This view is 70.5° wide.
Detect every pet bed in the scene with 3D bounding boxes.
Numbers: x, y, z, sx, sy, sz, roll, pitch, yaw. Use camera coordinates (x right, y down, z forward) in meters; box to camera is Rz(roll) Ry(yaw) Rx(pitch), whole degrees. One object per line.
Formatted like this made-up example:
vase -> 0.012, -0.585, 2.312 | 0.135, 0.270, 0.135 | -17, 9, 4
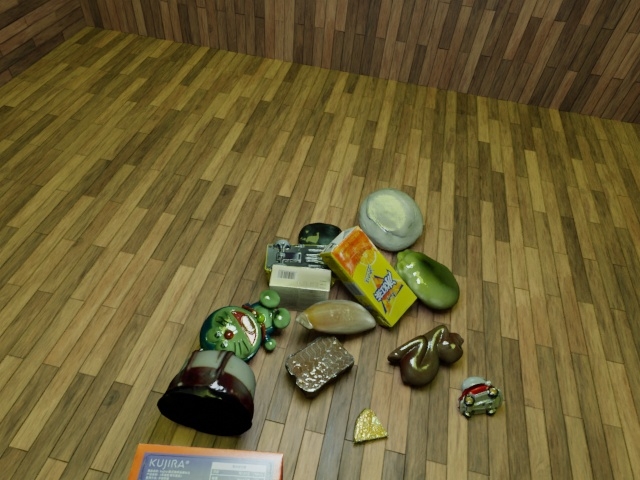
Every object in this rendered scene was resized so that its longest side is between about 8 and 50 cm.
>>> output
pet bed -> 0.000, 0.000, 1.886 | 0.202, 0.053, 0.201 | 4, 47, -4

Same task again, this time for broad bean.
broad bean -> 0.403, 0.147, 1.706 | 0.291, 0.119, 0.238 | 31, 33, -15

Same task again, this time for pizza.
pizza -> 0.156, 0.584, 1.393 | 0.109, 0.026, 0.123 | 23, 47, 11

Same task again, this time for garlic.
garlic -> 0.057, 0.264, 1.569 | 0.319, 0.112, 0.143 | 0, 29, -33

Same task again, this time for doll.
doll -> -0.262, 0.304, 1.501 | 0.322, 0.186, 0.198 | -19, 72, -37

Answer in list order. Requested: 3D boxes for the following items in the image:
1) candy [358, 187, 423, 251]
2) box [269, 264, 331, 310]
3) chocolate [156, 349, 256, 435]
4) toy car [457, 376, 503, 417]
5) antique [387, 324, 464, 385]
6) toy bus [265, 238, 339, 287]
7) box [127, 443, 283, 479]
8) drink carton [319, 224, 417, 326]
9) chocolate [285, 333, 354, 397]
candy -> 0.294, -0.087, 1.909 | 0.296, 0.185, 0.295 | 4, 64, -8
box -> -0.074, 0.179, 1.638 | 0.212, 0.168, 0.095 | 6, 50, -1
chocolate -> -0.313, 0.429, 1.324 | 0.284, 0.283, 0.186 | 8, 48, 2
toy car -> 0.503, 0.495, 1.466 | 0.139, 0.112, 0.112 | -11, 35, -4
antique -> 0.370, 0.389, 1.529 | 0.257, 0.121, 0.143 | -22, 56, -22
toy bus -> -0.040, 0.098, 1.726 | 0.331, 0.152, 0.144 | 2, 47, -3
box -> -0.269, 0.661, 1.084 | 0.349, 0.318, 0.256 | 4, 48, -1
drink carton -> 0.172, 0.128, 1.607 | 0.154, 0.111, 0.351 | -44, 102, -20
chocolate -> -0.006, 0.414, 1.485 | 0.214, 0.093, 0.148 | -26, 54, -27
